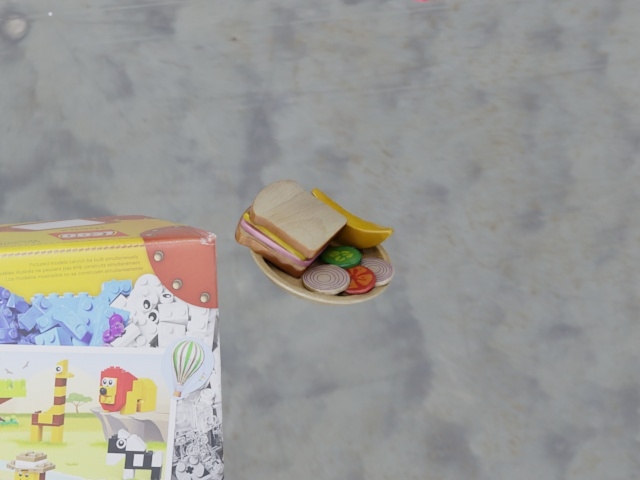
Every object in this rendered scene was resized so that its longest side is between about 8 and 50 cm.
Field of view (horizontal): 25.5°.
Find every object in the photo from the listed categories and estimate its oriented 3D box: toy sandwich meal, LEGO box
[{"bbox_3d":[0.000,0.000,0.732,0.085,0.085,0.029,9,125,-12],"label":"toy sandwich meal"},{"bbox_3d":[-0.336,0.185,1.075,0.500,0.193,0.372,-5,97,-24],"label":"LEGO box"}]
